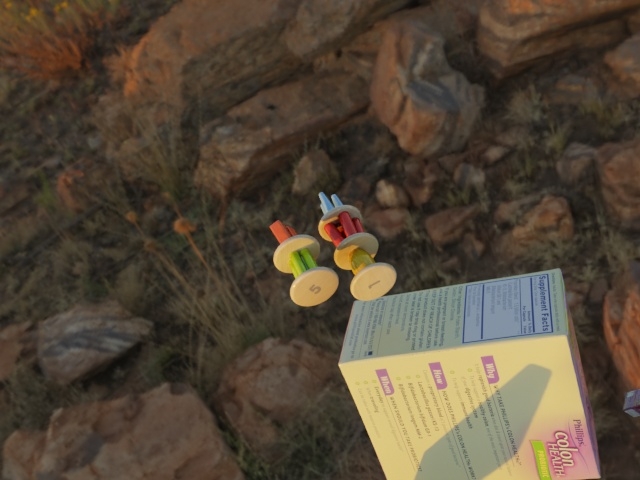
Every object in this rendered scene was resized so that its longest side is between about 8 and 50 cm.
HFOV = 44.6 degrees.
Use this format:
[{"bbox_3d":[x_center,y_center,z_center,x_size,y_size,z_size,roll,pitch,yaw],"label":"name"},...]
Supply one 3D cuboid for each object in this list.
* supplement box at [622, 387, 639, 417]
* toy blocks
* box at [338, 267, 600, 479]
[{"bbox_3d":[0.801,0.401,1.944,0.083,0.043,0.055,-37,24,51],"label":"supplement box"},{"bbox_3d":[0.000,0.000,0.856,0.123,0.054,0.148,-3,41,-25],"label":"toy blocks"},{"bbox_3d":[0.173,0.165,0.890,0.243,0.213,0.117,-11,30,20],"label":"box"}]
